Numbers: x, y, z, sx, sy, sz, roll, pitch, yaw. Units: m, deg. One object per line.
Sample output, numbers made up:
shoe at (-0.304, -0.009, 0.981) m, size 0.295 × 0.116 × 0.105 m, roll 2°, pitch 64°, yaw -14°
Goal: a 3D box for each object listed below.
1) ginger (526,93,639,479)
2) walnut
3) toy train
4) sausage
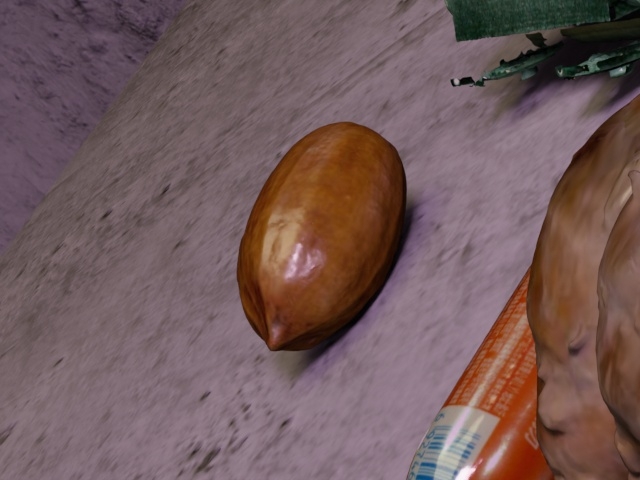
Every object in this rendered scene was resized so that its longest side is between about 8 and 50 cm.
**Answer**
ginger at (0.163, 0.027, 0.692) m, size 0.256 × 0.176 × 0.375 m, roll -59°, pitch 11°, yaw 16°
walnut at (0.000, 0.000, 1.348) m, size 0.116 × 0.116 × 0.207 m, roll -32°, pitch 28°, yaw 44°
toy train at (0.193, -0.181, 1.313) m, size 0.189 × 0.126 × 0.307 m, roll -17°, pitch 7°, yaw -16°
sausage at (0.112, 0.058, 0.927) m, size 0.264 × 0.083 × 0.083 m, roll -55°, pitch 17°, yaw -24°
